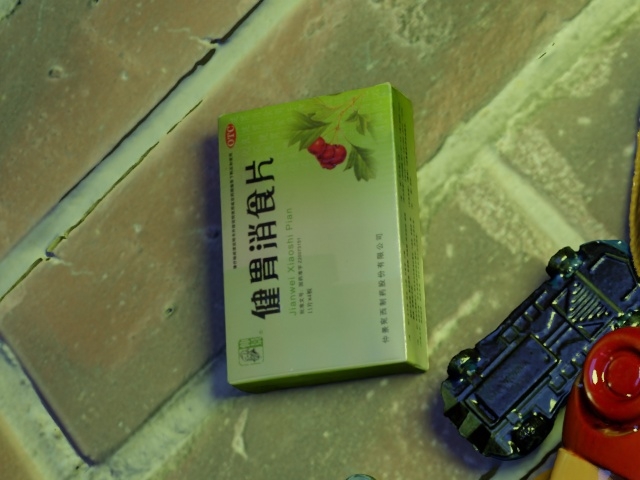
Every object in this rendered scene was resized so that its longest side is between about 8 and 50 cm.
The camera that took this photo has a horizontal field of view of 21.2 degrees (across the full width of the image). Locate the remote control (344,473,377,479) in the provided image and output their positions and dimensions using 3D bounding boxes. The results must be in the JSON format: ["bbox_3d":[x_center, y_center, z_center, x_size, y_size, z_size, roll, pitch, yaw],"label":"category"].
[{"bbox_3d":[0.034,0.280,1.484,0.043,0.027,0.153,1,79,17],"label":"remote control"}]

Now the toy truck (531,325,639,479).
[{"bbox_3d":[0.280,0.206,1.308,0.265,0.189,0.239,22,91,39],"label":"toy truck"}]

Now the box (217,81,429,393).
[{"bbox_3d":[0.000,-0.001,1.549,0.175,0.062,0.261,-9,74,21],"label":"box"}]

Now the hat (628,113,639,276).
[{"bbox_3d":[0.390,-0.068,1.370,0.233,0.244,0.233,13,113,-3],"label":"hat"}]

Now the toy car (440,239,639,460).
[{"bbox_3d":[0.198,0.091,1.441,0.216,0.063,0.103,-45,65,1],"label":"toy car"}]
